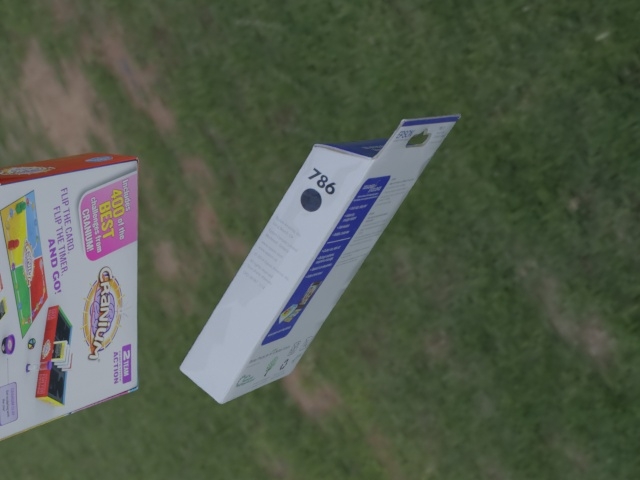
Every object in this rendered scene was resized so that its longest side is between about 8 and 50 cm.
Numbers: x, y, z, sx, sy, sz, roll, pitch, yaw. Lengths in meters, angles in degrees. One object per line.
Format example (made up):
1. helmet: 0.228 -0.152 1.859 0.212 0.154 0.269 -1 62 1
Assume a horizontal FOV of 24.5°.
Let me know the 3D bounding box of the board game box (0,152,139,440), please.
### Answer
1. board game box: -0.289 0.056 1.348 0.064 0.316 0.242 9 103 31

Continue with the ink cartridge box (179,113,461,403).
1. ink cartridge box: 0.000 0.000 1.419 0.065 0.165 0.332 39 109 16
